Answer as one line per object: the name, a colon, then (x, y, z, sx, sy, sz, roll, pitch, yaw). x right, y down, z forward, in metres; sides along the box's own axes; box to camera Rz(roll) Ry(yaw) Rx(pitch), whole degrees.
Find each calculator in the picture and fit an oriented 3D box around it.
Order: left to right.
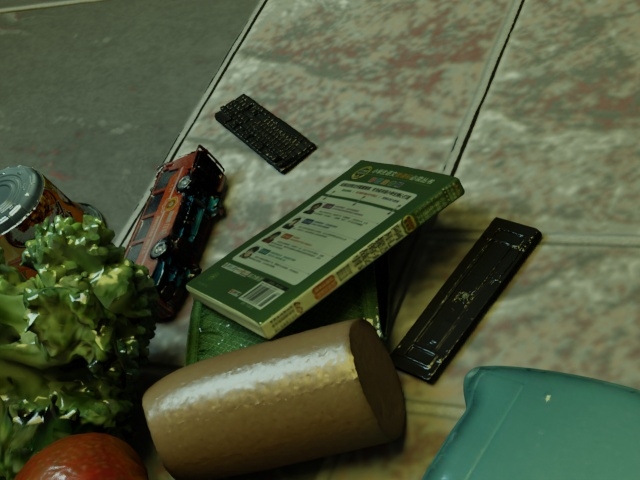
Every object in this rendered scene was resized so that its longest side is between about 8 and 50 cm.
calculator: (0.231, 0.233, 0.876, 0.386, 0.054, 0.256, 18, 61, 37)

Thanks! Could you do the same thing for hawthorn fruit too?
hawthorn fruit: (-0.237, 0.289, 0.983, 0.226, 0.196, 0.197, -31, 38, -26)

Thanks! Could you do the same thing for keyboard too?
keyboard: (-0.079, -0.147, 1.454, 0.060, 0.018, 0.195, -38, 42, -11)
keyboard: (0.149, 0.058, 1.120, 0.061, 0.013, 0.204, 21, 64, 43)

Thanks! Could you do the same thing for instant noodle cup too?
instant noodle cup: (-0.393, -0.019, 1.441, 0.208, 0.125, 0.177, 8, 55, 36)

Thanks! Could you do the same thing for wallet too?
wallet: (-0.038, 0.084, 1.179, 0.236, 0.055, 0.160, -20, 38, 20)

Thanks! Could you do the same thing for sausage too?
sausage: (-0.055, 0.163, 1.065, 0.253, 0.123, 0.123, -18, 43, 18)

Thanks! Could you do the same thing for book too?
book: (0.000, 0.000, 1.172, 0.264, 0.027, 0.202, -36, 23, -18)

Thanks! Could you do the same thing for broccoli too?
broccoli: (-0.340, 0.124, 1.175, 0.339, 0.317, 0.277, 19, 59, 5)

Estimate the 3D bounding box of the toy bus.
toy bus: (-0.188, -0.010, 1.351, 0.096, 0.073, 0.234, -12, 46, 31)
